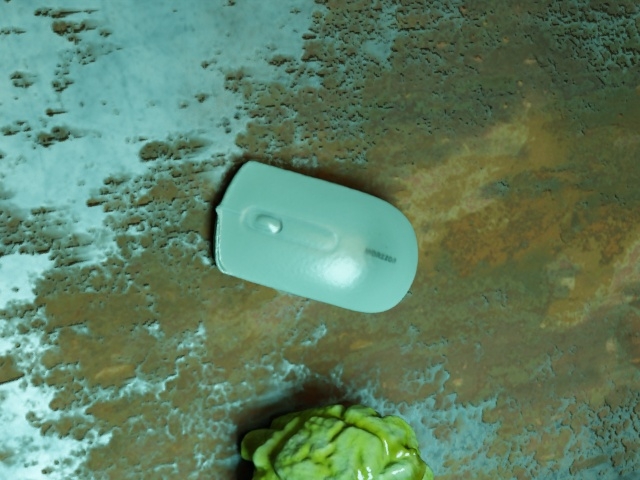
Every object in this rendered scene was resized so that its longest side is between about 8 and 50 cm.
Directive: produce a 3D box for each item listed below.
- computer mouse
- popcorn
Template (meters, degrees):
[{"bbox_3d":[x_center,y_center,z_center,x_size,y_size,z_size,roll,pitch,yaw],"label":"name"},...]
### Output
[{"bbox_3d":[0.000,0.000,1.308,0.231,0.079,0.128,15,83,-22],"label":"computer mouse"},{"bbox_3d":[0.021,0.256,1.272,0.187,0.167,0.185,-2,93,-29],"label":"popcorn"}]
